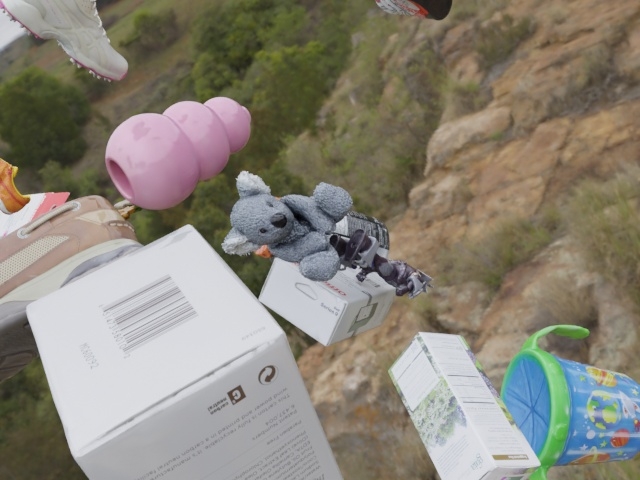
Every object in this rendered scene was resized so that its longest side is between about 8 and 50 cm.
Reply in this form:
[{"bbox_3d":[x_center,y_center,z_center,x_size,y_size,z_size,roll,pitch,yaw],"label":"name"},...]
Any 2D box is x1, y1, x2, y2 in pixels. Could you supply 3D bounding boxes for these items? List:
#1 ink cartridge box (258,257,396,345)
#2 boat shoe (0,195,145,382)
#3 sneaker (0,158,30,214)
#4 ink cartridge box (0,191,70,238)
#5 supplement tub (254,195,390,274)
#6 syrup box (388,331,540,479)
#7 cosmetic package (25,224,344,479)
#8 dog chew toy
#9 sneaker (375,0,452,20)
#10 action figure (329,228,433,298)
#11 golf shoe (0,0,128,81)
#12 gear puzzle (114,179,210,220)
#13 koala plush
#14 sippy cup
[{"bbox_3d":[0.023,0.125,1.768,0.211,0.121,0.289,31,18,24],"label":"ink cartridge box"},{"bbox_3d":[-0.323,0.062,0.721,0.325,0.123,0.116,-26,66,-9],"label":"boat shoe"},{"bbox_3d":[-0.582,-0.130,1.326,0.067,0.175,0.064,-36,22,-15],"label":"sneaker"},{"bbox_3d":[-0.685,-0.036,1.740,0.231,0.078,0.134,-3,48,21],"label":"ink cartridge box"},{"bbox_3d":[0.000,0.000,2.024,0.207,0.338,0.207,-43,39,50],"label":"supplement tub"},{"bbox_3d":[0.199,0.250,1.067,0.093,0.096,0.236,-58,40,29],"label":"syrup box"},{"bbox_3d":[-0.075,0.196,0.618,0.155,0.365,0.197,-28,33,-16],"label":"cosmetic package"},{"bbox_3d":[-0.291,-0.205,1.616,0.332,0.206,0.207,-32,22,-28],"label":"dog chew toy"},{"bbox_3d":[0.132,-0.517,1.468,0.145,0.270,0.090,25,93,44],"label":"sneaker"},{"bbox_3d":[0.133,0.064,1.667,0.185,0.285,0.099,8,75,48],"label":"action figure"},{"bbox_3d":[-0.451,-0.408,1.392,0.140,0.306,0.115,-48,59,5],"label":"golf shoe"},{"bbox_3d":[-0.385,-0.103,1.776,0.176,0.044,0.339,-9,19,35],"label":"gear puzzle"},{"bbox_3d":[-0.086,-0.033,1.507,0.203,0.221,0.196,11,91,63],"label":"koala plush"},{"bbox_3d":[0.499,0.336,1.452,0.224,0.305,0.240,6,12,-10],"label":"sippy cup"}]
